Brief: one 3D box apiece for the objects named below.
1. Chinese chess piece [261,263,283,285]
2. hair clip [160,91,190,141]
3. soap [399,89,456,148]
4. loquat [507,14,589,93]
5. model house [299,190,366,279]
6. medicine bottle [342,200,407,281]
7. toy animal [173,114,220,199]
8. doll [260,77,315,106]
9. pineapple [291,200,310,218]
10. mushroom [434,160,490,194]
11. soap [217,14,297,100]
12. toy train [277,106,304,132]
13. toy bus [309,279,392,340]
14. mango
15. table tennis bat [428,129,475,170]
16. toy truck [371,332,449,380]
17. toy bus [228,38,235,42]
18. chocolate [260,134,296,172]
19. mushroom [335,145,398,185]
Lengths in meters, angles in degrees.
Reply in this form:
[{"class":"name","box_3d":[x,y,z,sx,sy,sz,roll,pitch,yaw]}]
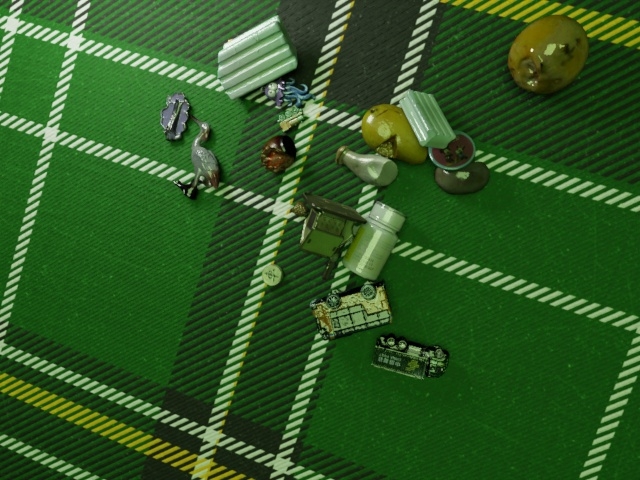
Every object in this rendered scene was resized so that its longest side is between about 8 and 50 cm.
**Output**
[{"class":"Chinese chess piece","box_3d":[-0.182,0.132,1.698,0.084,0.034,0.084,0,92,11]},{"class":"hair clip","box_3d":[-0.571,-0.482,1.731,0.124,0.052,0.195,17,95,10]},{"class":"soap","box_3d":[0.355,-0.405,1.490,0.066,0.119,0.198,-51,49,48]},{"class":"loquat","box_3d":[0.730,-0.594,1.428,0.243,0.244,0.244,0,92,10]},{"class":"model house","box_3d":[0.000,0.000,1.566,0.218,0.205,0.279,18,103,-17]},{"class":"medicine bottle","box_3d":[0.192,0.001,1.576,0.143,0.143,0.258,30,97,7]},{"class":"toy animal","box_3d":[-0.453,-0.313,1.699,0.195,0.090,0.324,13,93,18]},{"class":"doll","box_3d":[-0.119,-0.547,1.649,0.205,0.067,0.110,6,102,-1]},{"class":"pineapple","box_3d":[-0.046,-0.095,1.665,0.124,0.058,0.058,36,98,-7]},{"class":"mushroom","box_3d":[0.493,-0.225,1.539,0.188,0.117,0.141,-2,103,5]},{"class":"soap","box_3d":[-0.236,-0.649,1.599,0.289,0.095,0.173,-22,129,15]},{"class":"toy train","box_3d":[-0.106,-0.451,1.660,0.103,0.044,0.064,-25,91,12]},{"class":"toy bus","box_3d":[0.114,0.249,1.603,0.275,0.138,0.167,-15,91,8]},{"class":"mango","box_3d":[0.263,-0.365,1.556,0.262,0.130,0.167,27,88,-1]},{"class":"table tennis bat","box_3d":[0.433,-0.342,1.529,0.153,0.040,0.244,-19,65,3]},{"class":"toy truck","box_3d":[0.321,0.416,1.599,0.259,0.088,0.121,12,93,10]},{"class":"toy bus","box_3d":[-0.256,-0.722,1.658,0.162,0.074,0.070,-7,92,10]},{"class":"chocolate","box_3d":[-0.159,-0.314,1.634,0.133,0.127,0.124,-21,98,25]},{"class":"mushroom","box_3d":[0.162,-0.268,1.602,0.225,0.093,0.116,25,131,25]}]
